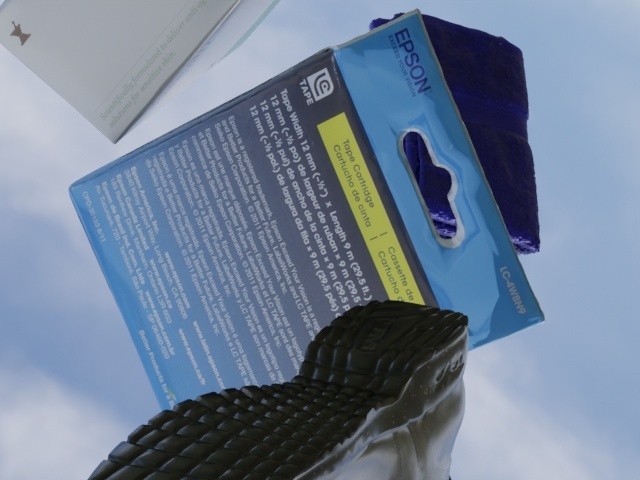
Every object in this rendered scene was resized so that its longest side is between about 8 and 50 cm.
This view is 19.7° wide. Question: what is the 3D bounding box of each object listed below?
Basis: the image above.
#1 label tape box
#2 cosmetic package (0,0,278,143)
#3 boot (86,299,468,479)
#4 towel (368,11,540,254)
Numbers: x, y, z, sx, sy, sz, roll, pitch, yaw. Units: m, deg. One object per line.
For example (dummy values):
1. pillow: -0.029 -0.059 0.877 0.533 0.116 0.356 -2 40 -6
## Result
1. label tape box: 0.000 0.000 1.426 0.115 0.348 0.249 -18 -96 -60
2. cosmetic package: -0.121 -0.245 1.628 0.155 0.197 0.365 43 -155 -3
3. boot: -0.003 0.191 1.107 0.118 0.222 0.338 13 -155 38
4. towel: 0.175 -0.138 2.328 0.228 0.076 0.308 10 -119 -22
